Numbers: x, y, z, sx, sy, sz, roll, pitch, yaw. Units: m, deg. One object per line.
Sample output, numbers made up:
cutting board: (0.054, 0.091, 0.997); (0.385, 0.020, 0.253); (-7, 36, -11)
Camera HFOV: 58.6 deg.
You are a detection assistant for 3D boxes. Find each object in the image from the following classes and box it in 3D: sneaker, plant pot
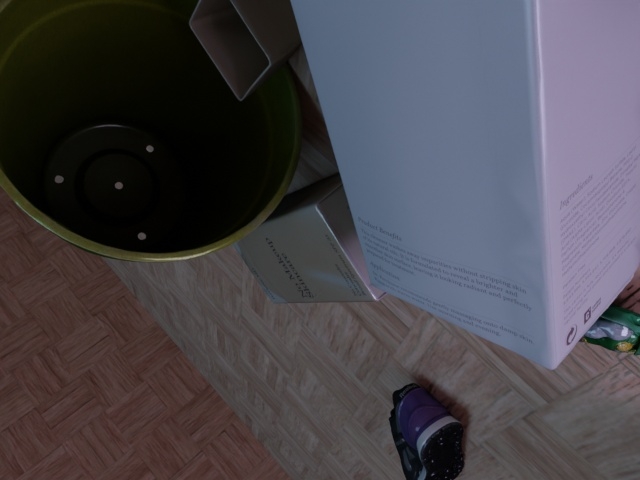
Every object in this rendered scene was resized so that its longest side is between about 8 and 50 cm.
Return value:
sneaker: (0.180, 0.353, 1.012); (0.124, 0.107, 0.283); (50, 154, 41)
plant pot: (-0.069, -0.244, 0.651); (0.109, 0.096, 0.109); (56, 153, -7)
plant pot: (-0.261, -0.122, 0.799); (0.366, 0.366, 0.353); (55, 153, -5)

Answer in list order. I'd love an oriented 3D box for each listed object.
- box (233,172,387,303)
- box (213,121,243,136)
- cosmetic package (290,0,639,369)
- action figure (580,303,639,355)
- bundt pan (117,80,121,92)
box: (0.000, 0.000, 0.810); (0.148, 0.121, 0.311); (57, 153, -9)
box: (-0.152, -0.135, 0.978); (0.184, 0.045, 0.190); (33, 148, 37)
cosmetic package: (0.120, -0.112, 0.447); (0.217, 0.156, 0.385); (25, 141, 43)
action figure: (0.231, 0.075, 0.563); (0.137, 0.063, 0.232); (16, 177, -44)
bundt pan: (-0.383, -0.384, 0.955); (0.331, 0.124, 0.331); (39, 150, 28)
